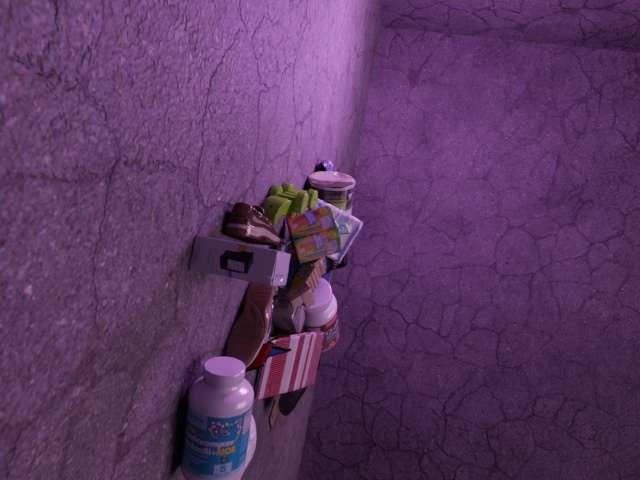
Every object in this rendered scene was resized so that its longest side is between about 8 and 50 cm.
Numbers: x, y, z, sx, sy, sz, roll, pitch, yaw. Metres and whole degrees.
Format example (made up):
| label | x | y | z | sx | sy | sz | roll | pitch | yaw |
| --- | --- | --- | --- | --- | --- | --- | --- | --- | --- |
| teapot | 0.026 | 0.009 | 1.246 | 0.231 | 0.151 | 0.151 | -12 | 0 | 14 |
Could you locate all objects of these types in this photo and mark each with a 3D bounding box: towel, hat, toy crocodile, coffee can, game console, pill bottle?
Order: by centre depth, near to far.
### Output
| label | x | y | z | sx | sy | sz | roll | pitch | yaw |
| --- | --- | --- | --- | --- | --- | --- | --- | --- | --- |
| pill bottle | -0.231 | 0.404 | 0.993 | 0.146 | 0.147 | 0.263 | -40 | 139 | -76 |
| game console | -0.173 | 0.345 | 1.244 | 0.085 | 0.144 | 0.124 | 53 | 32 | -21 |
| toy crocodile | -0.089 | -0.119 | 1.404 | 0.340 | 0.115 | 0.105 | -39 | 144 | -73 |
| towel | -0.117 | 0.475 | 1.694 | 0.329 | 0.037 | 0.236 | 7 | 96 | -51 |
| towel | 0.034 | -0.035 | 1.790 | 0.285 | 0.034 | 0.209 | 24 | 100 | -40 |
| coffee can | 0.035 | -0.136 | 1.890 | 0.201 | 0.202 | 0.275 | -64 | 162 | -60 |
| hat | -0.129 | 0.570 | 1.891 | 0.331 | 0.134 | 0.330 | -46 | 145 | -45 |
| pill bottle | -0.023 | 0.340 | 2.008 | 0.362 | 0.211 | 0.210 | 83 | 19 | -48 |

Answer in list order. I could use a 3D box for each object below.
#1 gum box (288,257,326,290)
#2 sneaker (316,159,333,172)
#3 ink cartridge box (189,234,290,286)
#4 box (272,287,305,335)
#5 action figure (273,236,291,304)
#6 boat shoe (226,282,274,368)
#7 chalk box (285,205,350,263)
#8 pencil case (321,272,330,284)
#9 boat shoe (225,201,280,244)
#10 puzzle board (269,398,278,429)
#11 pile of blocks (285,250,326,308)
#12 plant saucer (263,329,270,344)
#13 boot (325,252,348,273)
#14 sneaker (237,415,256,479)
| label | x | y | z | sx | sy | sz | roll | pitch | yaw |
| --- | --- | --- | --- | --- | --- | --- | --- | --- | --- |
| gum box | -0.059 | 0.128 | 1.786 | 0.184 | 0.041 | 0.157 | -37 | 159 | -12 |
| sneaker | 0.001 | -0.258 | 1.988 | 0.087 | 0.084 | 0.220 | -13 | 108 | -66 |
| ink cartridge box | -0.161 | 0.043 | 0.917 | 0.127 | 0.175 | 0.072 | 33 | 68 | -81 |
| box | -0.125 | 0.287 | 1.702 | 0.275 | 0.094 | 0.113 | 82 | 21 | -63 |
| action figure | -0.146 | 0.110 | 1.498 | 0.137 | 0.064 | 0.231 | -52 | 155 | -78 |
| boat shoe | -0.186 | 0.239 | 1.244 | 0.092 | 0.103 | 0.285 | 82 | 14 | -51 |
| chalk box | -0.002 | -0.028 | 1.584 | 0.132 | 0.213 | 0.131 | -114 | -171 | -45 |
| pencil case | -0.004 | 0.227 | 2.295 | 0.119 | 0.133 | 0.305 | -45 | 147 | -45 |
| boat shoe | -0.159 | -0.042 | 1.118 | 0.257 | 0.095 | 0.095 | 38 | 56 | -80 |
| puzzle board | -0.214 | 0.798 | 2.009 | 0.128 | 0.011 | 0.096 | 90 | 14 | -46 |
| pile of blocks | -0.053 | 0.116 | 1.629 | 0.112 | 0.149 | 0.362 | 75 | 29 | -42 |
| plant saucer | -0.202 | 0.292 | 1.404 | 0.195 | 0.038 | 0.194 | 10 | 90 | -82 |
| boot | 0.003 | 0.000 | 2.097 | 0.260 | 0.131 | 0.347 | -13 | 87 | -52 |
| sneaker | -0.255 | 0.629 | 1.230 | 0.123 | 0.106 | 0.289 | 59 | 43 | -81 |
